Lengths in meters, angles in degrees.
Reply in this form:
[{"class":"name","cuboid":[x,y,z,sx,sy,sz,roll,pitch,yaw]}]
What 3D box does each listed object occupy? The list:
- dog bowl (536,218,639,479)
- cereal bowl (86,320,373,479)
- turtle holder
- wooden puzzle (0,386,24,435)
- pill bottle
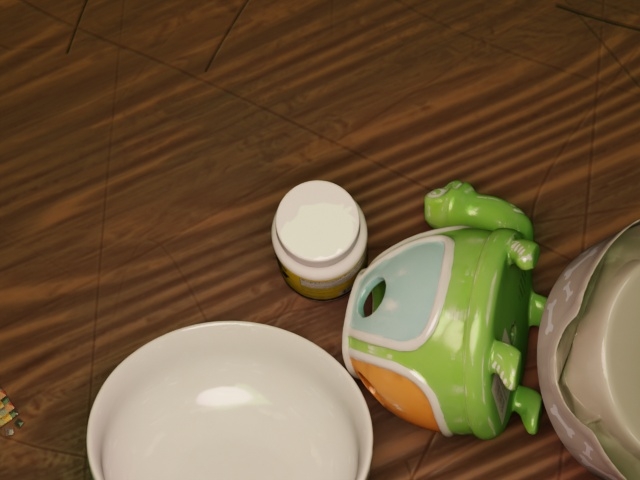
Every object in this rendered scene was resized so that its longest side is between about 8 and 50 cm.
[{"class":"dog bowl","cuboid":[0.406,0.142,1.754,0.349,0.102,0.348,5,81,-31]},{"class":"cereal bowl","cuboid":[-0.107,0.266,1.767,0.339,0.141,0.339,1,49,-1]},{"class":"turtle holder","cuboid":[0.156,0.075,1.784,0.227,0.243,0.320,3,86,20]},{"class":"wooden puzzle","cuboid":[-0.419,0.217,1.885,0.049,0.006,0.083,-35,78,-6]},{"class":"pill bottle","cuboid":[0.000,0.000,1.819,0.119,0.208,0.119,0,76,2]}]
